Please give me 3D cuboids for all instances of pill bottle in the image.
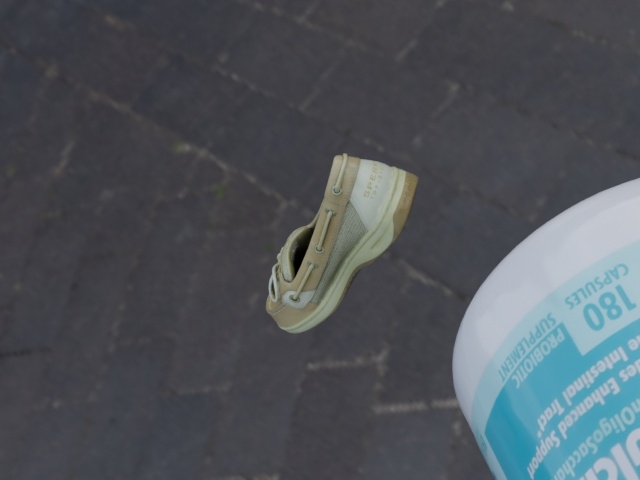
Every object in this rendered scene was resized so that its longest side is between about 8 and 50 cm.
[{"bbox_3d":[0.153,0.111,0.532,0.146,0.146,0.264,-38,48,15],"label":"pill bottle"}]

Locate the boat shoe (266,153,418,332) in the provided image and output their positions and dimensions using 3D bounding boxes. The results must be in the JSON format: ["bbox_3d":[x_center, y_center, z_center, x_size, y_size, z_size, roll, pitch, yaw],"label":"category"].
[{"bbox_3d":[0.000,0.001,0.877,0.153,0.048,0.056,-46,23,57],"label":"boat shoe"}]
